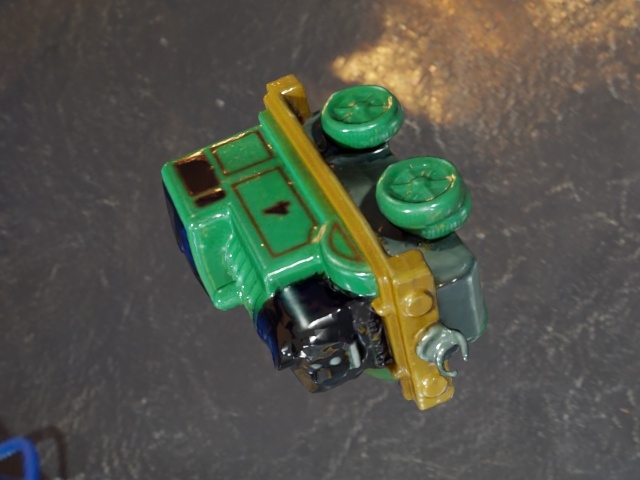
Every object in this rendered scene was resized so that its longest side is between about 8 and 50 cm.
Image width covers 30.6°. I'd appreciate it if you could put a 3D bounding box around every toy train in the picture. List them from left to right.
[{"bbox_3d":[0.000,0.000,1.108,0.249,0.178,0.429,-21,40,-9],"label":"toy train"}]
